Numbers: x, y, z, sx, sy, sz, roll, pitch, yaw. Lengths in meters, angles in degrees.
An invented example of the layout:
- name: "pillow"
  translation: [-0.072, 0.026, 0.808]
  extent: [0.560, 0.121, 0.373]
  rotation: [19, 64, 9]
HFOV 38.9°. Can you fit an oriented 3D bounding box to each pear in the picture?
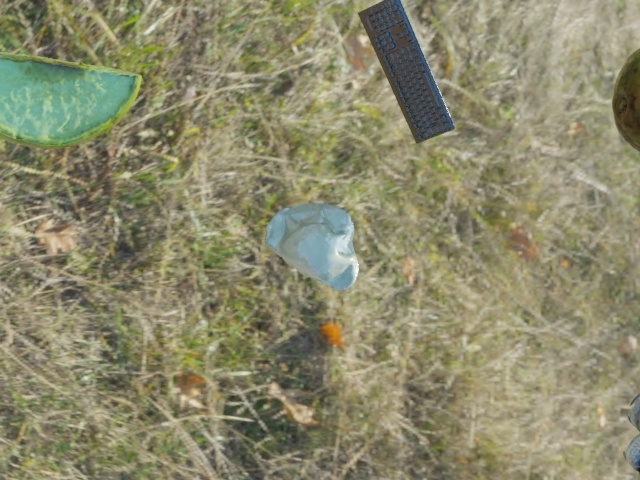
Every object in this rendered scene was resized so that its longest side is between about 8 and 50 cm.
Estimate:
- name: "pear"
  translation: [-0.445, -0.231, 1.412]
  extent: [0.288, 0.239, 0.139]
  rotation: [4, 110, -24]

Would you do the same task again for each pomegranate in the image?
- name: "pomegranate"
  translation: [0.708, -0.262, 1.736]
  extent: [0.231, 0.286, 0.231]
  rotation: [9, 90, -77]

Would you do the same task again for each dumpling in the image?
- name: "dumpling"
  translation: [0.002, 0.001, 1.598]
  extent: [0.134, 0.169, 0.100]
  rotation: [-54, 149, -9]

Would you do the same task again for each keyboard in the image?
- name: "keyboard"
  translation: [0.120, -0.236, 1.262]
  extent: [0.202, 0.067, 0.011]
  rotation: [64, 31, -12]

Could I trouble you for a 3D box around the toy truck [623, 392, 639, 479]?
- name: "toy truck"
  translation: [0.403, 0.255, 0.917]
  extent: [0.157, 0.124, 0.272]
  rotation: [-14, 121, -15]
